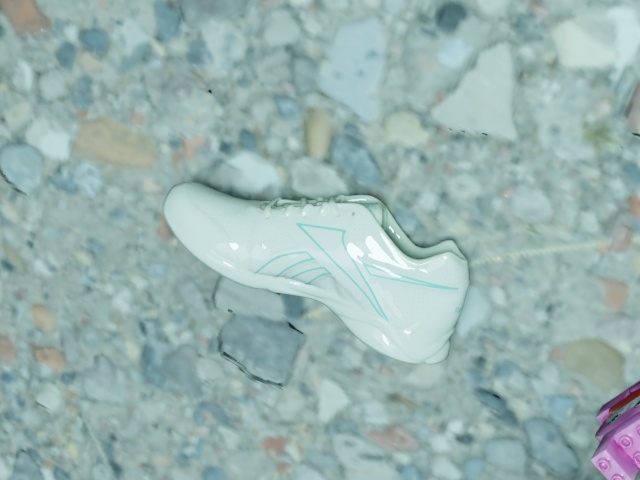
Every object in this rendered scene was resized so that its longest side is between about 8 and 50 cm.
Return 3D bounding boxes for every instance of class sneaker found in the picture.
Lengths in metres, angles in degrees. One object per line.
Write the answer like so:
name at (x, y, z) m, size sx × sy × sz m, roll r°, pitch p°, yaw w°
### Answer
sneaker at (0.000, 0.000, 0.893) m, size 0.152 × 0.054 × 0.061 m, roll 24°, pitch 114°, yaw 6°

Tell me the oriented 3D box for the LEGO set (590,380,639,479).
LEGO set at (0.214, 0.069, 0.792) m, size 0.087 × 0.093 × 0.227 m, roll 48°, pitch 125°, yaw -3°
